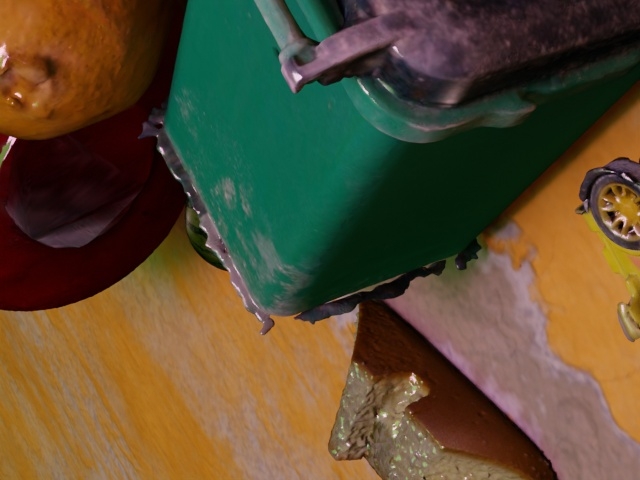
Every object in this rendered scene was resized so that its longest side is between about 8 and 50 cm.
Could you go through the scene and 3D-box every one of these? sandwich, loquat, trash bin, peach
[{"bbox_3d":[0.071,0.141,1.245,0.244,0.088,0.090,46,136,36],"label":"sandwich"},{"bbox_3d":[-0.190,-0.172,1.132,0.234,0.176,0.187,-91,-21,-55],"label":"loquat"},{"bbox_3d":[0.034,-0.116,1.008,0.259,0.295,0.381,61,152,19],"label":"trash bin"},{"bbox_3d":[-0.253,-0.118,1.382,0.310,0.335,0.406,48,138,40],"label":"peach"}]

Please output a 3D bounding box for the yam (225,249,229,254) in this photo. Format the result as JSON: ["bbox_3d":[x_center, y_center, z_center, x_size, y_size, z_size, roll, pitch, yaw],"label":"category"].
[{"bbox_3d":[0.002,0.001,1.249,0.084,0.127,0.084,37,137,43],"label":"yam"}]

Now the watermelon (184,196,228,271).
[{"bbox_3d":[-0.058,-0.022,1.357,0.109,0.109,0.109,31,130,47],"label":"watermelon"}]

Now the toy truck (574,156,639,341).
[{"bbox_3d":[0.270,-0.002,0.844,0.272,0.124,0.157,-11,105,55],"label":"toy truck"}]
